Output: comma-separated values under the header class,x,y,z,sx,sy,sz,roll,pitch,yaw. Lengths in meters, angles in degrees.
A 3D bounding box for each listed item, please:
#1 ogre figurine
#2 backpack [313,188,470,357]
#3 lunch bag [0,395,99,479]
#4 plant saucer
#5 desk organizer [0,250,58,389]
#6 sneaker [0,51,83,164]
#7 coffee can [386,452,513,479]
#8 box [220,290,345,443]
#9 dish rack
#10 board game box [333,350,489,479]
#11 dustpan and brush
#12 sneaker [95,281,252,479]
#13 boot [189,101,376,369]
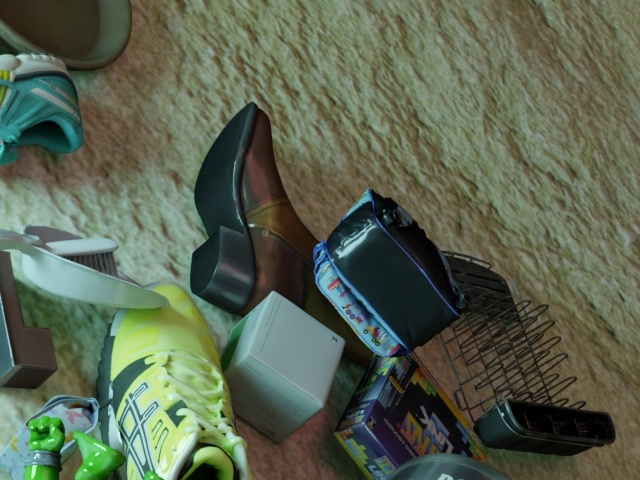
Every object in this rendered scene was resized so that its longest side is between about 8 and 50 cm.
class,x,y,z,sx,sy,sz,roll,pitch,yaw
ogre figurine,-0.184,0.239,1.464,0.197,0.097,0.118,33,76,-5
backpack,0.069,0.028,1.859,0.158,0.117,0.173,49,9,-15
lunch bag,-0.246,0.180,1.588,0.053,0.071,0.083,50,42,9
plant saucer,-0.320,-0.299,1.895,0.278,0.041,0.278,36,36,-33
desk organizer,-0.292,0.075,1.651,0.050,0.047,0.130,9,53,-40
sneaker,-0.344,-0.124,1.727,0.275,0.107,0.110,-11,76,-45
coffee can,0.081,0.356,1.634,0.201,0.201,0.275,49,40,1
box,-0.045,0.131,1.792,0.102,0.087,0.101,36,41,-14
dish rack,0.218,0.125,2.021,0.208,0.074,0.272,14,48,-48
board game box,0.100,0.216,1.851,0.170,0.048,0.141,52,37,-18
dustpan and brush,-0.253,0.014,1.642,0.211,0.060,0.147,-3,26,-47
sneaker,-0.119,0.195,1.630,0.145,0.147,0.385,15,48,-30
boot,0.000,0.000,1.933,0.280,0.096,0.264,24,45,-27
